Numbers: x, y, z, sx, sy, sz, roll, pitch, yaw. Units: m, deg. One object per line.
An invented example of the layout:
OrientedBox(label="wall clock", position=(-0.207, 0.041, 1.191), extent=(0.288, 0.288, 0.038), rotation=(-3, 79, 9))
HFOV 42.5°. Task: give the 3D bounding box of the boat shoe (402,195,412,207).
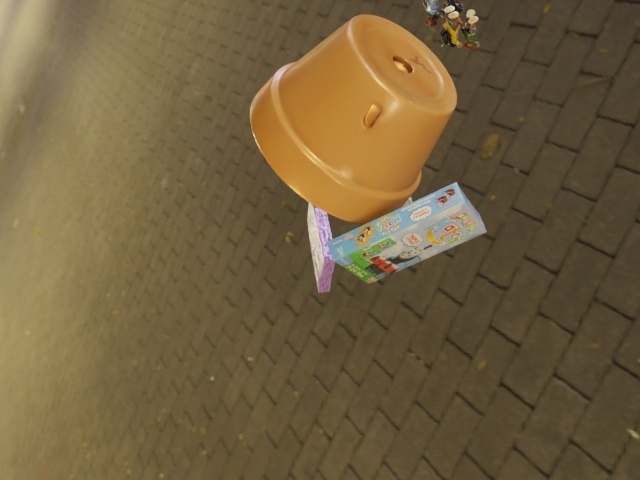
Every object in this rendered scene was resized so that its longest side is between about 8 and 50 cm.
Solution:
OrientedBox(label="boat shoe", position=(0.120, -0.179, 2.051), extent=(0.112, 0.335, 0.096), rotation=(-23, 53, 27))

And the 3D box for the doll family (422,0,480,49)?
OrientedBox(label="doll family", position=(0.281, -0.482, 1.796), extent=(0.111, 0.076, 0.193), rotation=(73, 177, -59))

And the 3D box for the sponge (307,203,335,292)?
OrientedBox(label="sponge", position=(0.000, 0.000, 1.821), extent=(0.117, 0.031, 0.210), rotation=(98, 166, -48))

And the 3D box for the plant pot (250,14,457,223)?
OrientedBox(label="plant pot", position=(0.066, -0.200, 1.248), extent=(0.203, 0.290, 0.291), rotation=(-48, 35, 38))

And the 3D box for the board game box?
OrientedBox(label="board game box", position=(0.136, -0.006, 1.262), extent=(0.211, 0.160, 0.039), rotation=(-26, 66, 15))
